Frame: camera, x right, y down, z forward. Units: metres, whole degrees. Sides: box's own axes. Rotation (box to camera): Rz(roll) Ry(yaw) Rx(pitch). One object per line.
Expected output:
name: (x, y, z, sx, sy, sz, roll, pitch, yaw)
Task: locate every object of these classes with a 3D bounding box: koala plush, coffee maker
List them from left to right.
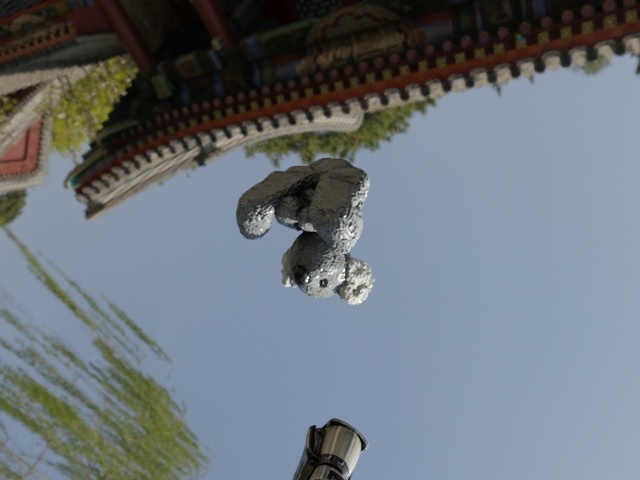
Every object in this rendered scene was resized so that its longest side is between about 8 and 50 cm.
koala plush: (0.000, 0.000, 1.044, 0.196, 0.221, 0.203, 8, -147, 25)
coffee maker: (0.005, 0.459, 1.235, 0.120, 0.171, 0.178, 19, -153, 8)
